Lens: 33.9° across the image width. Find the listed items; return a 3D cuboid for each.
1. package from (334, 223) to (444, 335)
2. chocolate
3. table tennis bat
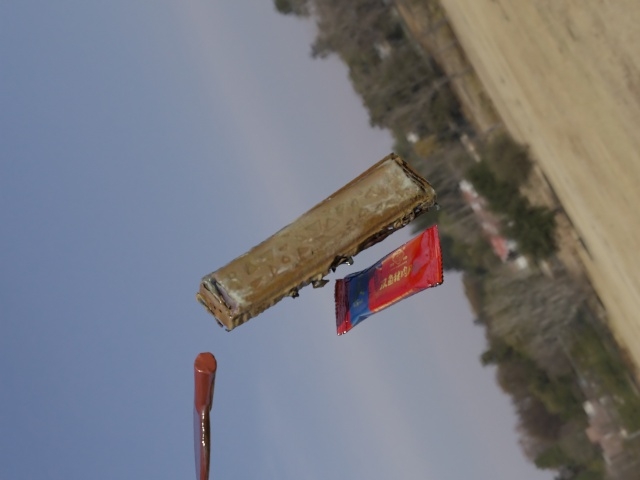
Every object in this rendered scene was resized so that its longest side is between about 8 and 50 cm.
[{"bbox_3d":[0.082,0.053,1.329,0.022,0.200,0.083,22,-125,-31],"label":"package"},{"bbox_3d":[-0.003,-0.006,1.284,0.102,0.329,0.065,45,159,34],"label":"chocolate"},{"bbox_3d":[-0.104,0.155,0.917,0.098,0.019,0.155,-102,15,-45],"label":"table tennis bat"}]
